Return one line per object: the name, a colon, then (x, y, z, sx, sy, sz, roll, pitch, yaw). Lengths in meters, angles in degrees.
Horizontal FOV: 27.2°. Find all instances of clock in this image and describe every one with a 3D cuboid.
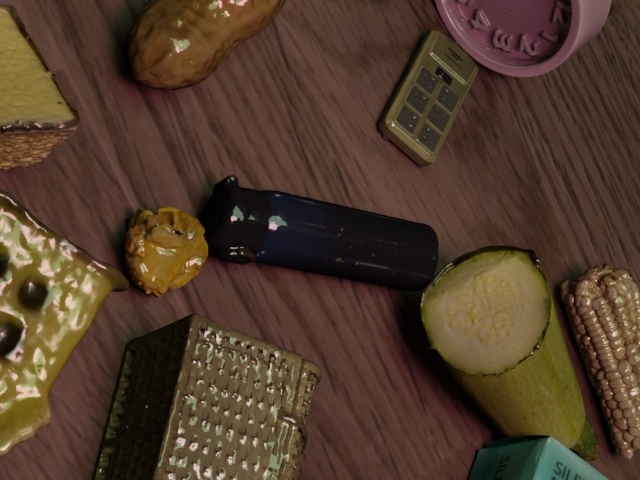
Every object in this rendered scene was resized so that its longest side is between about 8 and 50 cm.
clock: (0.218, -0.281, 1.453, 0.068, 0.197, 0.197, -38, 97, -37)

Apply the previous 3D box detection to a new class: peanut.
peanut: (-0.104, -0.223, 1.269, 0.095, 0.108, 0.226, 52, 55, -15)

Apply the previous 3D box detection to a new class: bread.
bread: (-0.333, -0.147, 1.066, 0.240, 0.135, 0.178, -5, 78, -33)

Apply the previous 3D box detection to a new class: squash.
squash: (0.207, 0.155, 1.340, 0.137, 0.137, 0.287, -52, 128, -35)

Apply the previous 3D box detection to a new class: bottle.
bottle: (0.000, 0.000, 1.286, 0.244, 0.072, 0.082, 13, 70, -31)

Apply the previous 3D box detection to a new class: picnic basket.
picnic basket: (-0.093, 0.187, 1.122, 0.154, 0.134, 0.196, 25, 61, -27)

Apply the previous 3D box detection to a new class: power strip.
power strip: (0.122, -0.163, 1.453, 0.076, 0.028, 0.169, 38, 57, -18)

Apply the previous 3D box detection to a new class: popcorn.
popcorn: (-0.149, 0.002, 1.197, 0.084, 0.084, 0.084, 12, 68, -31)

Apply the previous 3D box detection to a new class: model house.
model house: (-0.284, 0.099, 0.983, 0.174, 0.193, 0.234, 33, 60, -28)

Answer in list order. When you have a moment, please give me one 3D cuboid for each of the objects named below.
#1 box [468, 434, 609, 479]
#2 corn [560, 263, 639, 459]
box: (0.211, 0.369, 1.278, 0.205, 0.118, 0.311, 39, 57, -19)
corn: (0.334, 0.130, 1.466, 0.087, 0.087, 0.211, -17, 87, -37)
